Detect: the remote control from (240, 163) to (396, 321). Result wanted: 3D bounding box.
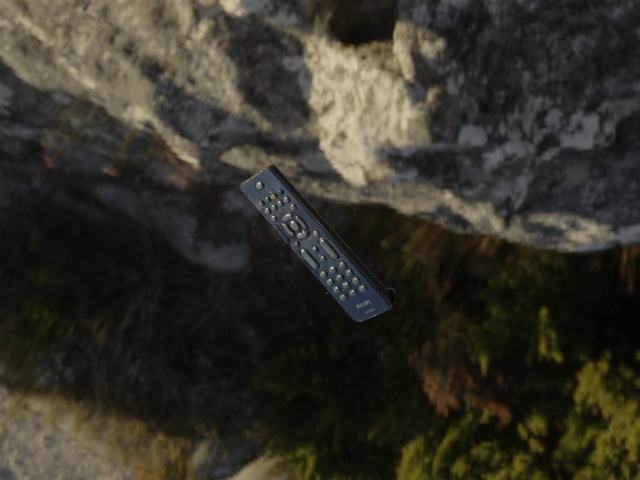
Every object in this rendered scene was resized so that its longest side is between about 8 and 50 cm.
[{"bbox_3d":[0.000,0.000,0.596,0.091,0.016,0.034,49,143,-11],"label":"remote control"}]
